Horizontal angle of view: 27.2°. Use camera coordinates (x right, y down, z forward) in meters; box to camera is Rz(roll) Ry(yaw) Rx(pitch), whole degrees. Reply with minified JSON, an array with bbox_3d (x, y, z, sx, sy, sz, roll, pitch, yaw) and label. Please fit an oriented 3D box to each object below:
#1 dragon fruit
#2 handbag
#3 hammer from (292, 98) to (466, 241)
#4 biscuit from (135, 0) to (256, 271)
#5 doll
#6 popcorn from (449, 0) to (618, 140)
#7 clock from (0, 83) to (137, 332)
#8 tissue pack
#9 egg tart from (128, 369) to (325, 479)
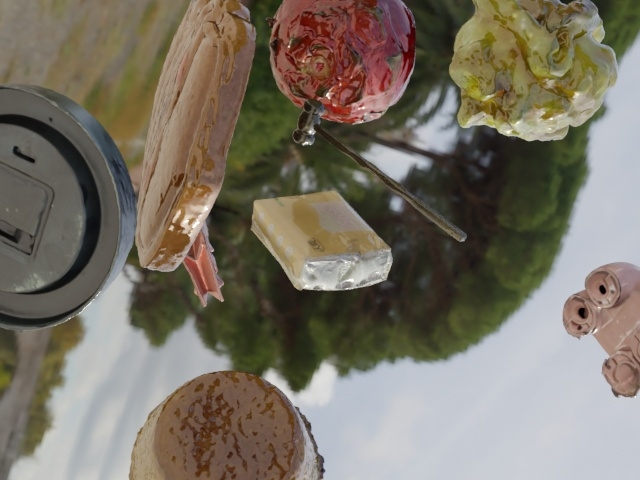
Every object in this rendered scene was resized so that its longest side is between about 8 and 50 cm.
[{"bbox_3d":[0.033,-0.287,1.979,0.241,0.252,0.240,-7,-105,30],"label":"dragon fruit"},{"bbox_3d":[-0.228,0.001,2.393,0.212,0.059,0.157,-109,-178,-50],"label":"handbag"},{"bbox_3d":[0.071,-0.079,1.615,0.292,0.029,0.058,40,-53,32],"label":"hammer"},{"bbox_3d":[-0.172,-0.154,1.719,0.455,0.078,0.349,-105,-149,-62],"label":"biscuit"},{"bbox_3d":[0.512,0.116,1.873,0.216,0.268,0.284,57,-42,22],"label":"doll"},{"bbox_3d":[0.346,-0.305,2.266,0.326,0.321,0.290,10,-101,45],"label":"popcorn"},{"bbox_3d":[-0.335,-0.040,1.462,0.280,0.281,0.055,-67,168,19],"label":"clock"},{"bbox_3d":[0.000,0.000,2.306,0.222,0.186,0.090,49,-42,50],"label":"tissue pack"},{"bbox_3d":[-0.095,0.233,1.394,0.171,0.215,0.215,108,-4,-67],"label":"egg tart"}]
